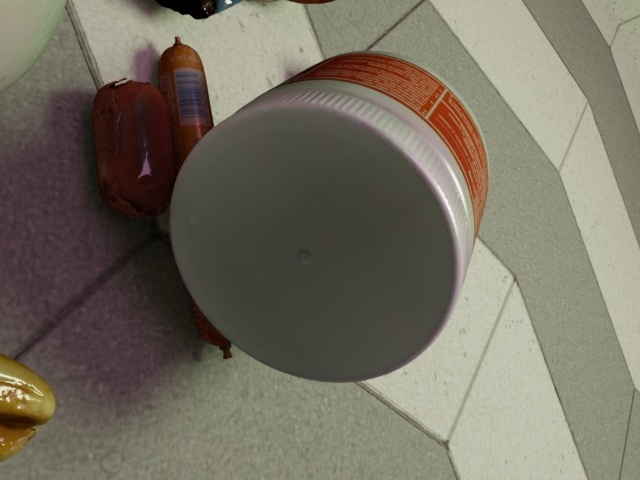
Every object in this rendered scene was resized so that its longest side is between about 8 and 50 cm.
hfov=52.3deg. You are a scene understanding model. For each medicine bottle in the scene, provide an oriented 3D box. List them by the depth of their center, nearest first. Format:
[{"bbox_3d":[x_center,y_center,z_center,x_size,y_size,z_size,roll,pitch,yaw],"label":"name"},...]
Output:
[{"bbox_3d":[0.024,-0.036,0.618,0.253,0.252,0.241,60,28,-13],"label":"medicine bottle"}]

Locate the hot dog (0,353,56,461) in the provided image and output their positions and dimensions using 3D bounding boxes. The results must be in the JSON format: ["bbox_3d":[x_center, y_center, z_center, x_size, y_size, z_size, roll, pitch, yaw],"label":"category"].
[{"bbox_3d":[-0.295,0.085,0.419,0.249,0.102,0.076,26,26,-43],"label":"hot dog"}]

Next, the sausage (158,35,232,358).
[{"bbox_3d":[-0.126,-0.050,0.679,0.053,0.053,0.348,-1,77,-48],"label":"sausage"}]

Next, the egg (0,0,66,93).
[{"bbox_3d":[-0.298,-0.208,0.352,0.340,0.354,0.355,57,38,-49],"label":"egg"}]

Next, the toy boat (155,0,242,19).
[{"bbox_3d":[-0.185,-0.360,0.669,0.309,0.129,0.143,38,62,-31],"label":"toy boat"}]

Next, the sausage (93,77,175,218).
[{"bbox_3d":[-0.178,-0.086,0.622,0.076,0.076,0.141,2,73,-47],"label":"sausage"}]

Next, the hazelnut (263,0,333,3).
[{"bbox_3d":[-0.028,-0.411,0.807,0.261,0.241,0.261,35,20,-15],"label":"hazelnut"}]
